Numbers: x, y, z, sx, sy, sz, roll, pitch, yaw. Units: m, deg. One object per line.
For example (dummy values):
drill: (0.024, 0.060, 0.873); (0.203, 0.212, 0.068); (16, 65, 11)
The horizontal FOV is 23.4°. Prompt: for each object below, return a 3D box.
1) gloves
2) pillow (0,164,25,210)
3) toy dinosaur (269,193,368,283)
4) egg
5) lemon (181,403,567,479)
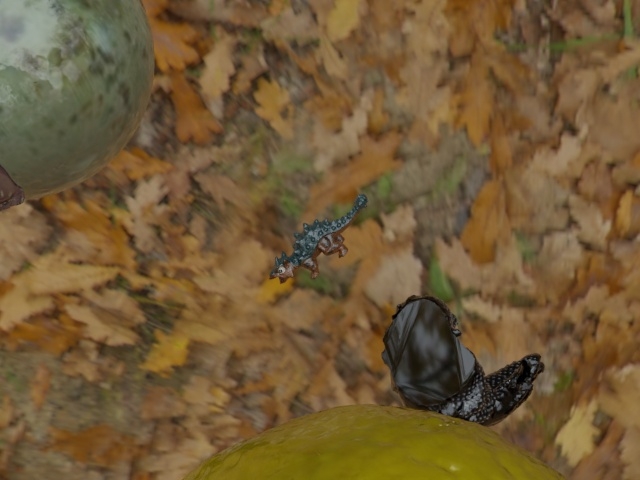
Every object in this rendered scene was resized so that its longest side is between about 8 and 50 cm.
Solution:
gloves: (0.125, 0.125, 1.376); (0.129, 0.181, 0.106); (22, 79, 34)
pillow: (-0.353, -0.060, 1.460); (0.118, 0.185, 0.043); (45, 114, -2)
toy dinosaur: (0.000, 0.000, 1.825); (0.154, 0.049, 0.055); (-42, 108, 12)
egg: (-0.368, -0.218, 1.827); (0.345, 0.428, 0.344); (-4, 100, -20)
lemon: (0.026, 0.253, 0.907); (0.336, 0.336, 0.336); (-1, 79, 8)
